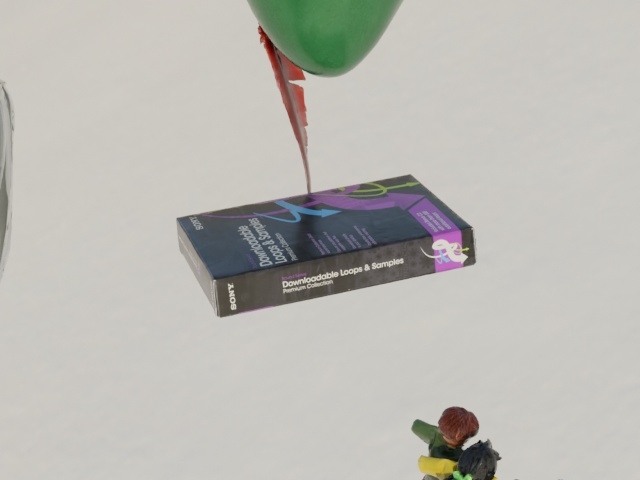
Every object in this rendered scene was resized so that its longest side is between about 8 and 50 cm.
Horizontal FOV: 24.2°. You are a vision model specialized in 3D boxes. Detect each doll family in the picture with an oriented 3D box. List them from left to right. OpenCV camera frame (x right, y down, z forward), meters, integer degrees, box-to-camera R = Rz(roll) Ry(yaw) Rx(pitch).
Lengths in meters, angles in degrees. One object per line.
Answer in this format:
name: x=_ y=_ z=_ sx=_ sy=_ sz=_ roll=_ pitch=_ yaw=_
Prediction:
doll family: x=0.123 y=0.179 z=0.942 sx=0.193 sy=0.111 sz=0.076 roll=28 pitch=39 yaw=25

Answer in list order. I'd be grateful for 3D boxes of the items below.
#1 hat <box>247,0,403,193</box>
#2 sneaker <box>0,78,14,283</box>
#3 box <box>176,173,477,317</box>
hat: x=-0.016 y=-0.119 z=0.943 sx=0.173 sy=0.208 sz=0.184 roll=6 pitch=75 yaw=54
sneaker: x=-0.189 y=0.045 z=0.699 sx=0.105 sy=0.281 sz=0.115 roll=22 pitch=15 yaw=3
box: x=0.000 y=0.000 z=0.922 sx=0.162 sy=0.029 sz=0.116 roll=-13 pitch=22 yaw=-13
